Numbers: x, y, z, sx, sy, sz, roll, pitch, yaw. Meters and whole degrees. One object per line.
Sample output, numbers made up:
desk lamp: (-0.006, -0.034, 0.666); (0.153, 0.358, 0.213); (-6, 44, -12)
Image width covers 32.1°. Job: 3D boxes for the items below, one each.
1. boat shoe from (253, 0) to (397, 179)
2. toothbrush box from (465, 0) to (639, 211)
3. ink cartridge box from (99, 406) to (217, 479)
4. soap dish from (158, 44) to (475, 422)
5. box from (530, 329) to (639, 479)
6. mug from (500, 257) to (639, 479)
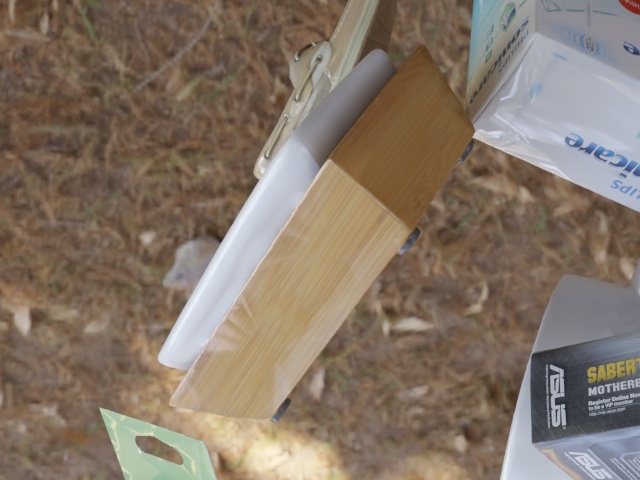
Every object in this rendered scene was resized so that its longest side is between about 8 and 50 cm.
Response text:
boat shoe: (0.005, -0.226, 1.536); (0.110, 0.121, 0.341); (24, 95, 15)
toothbrush box: (0.260, -0.186, 1.036); (0.216, 0.295, 0.126); (23, 134, -10)
ink cartridge box: (-0.160, 0.300, 1.163); (0.171, 0.056, 0.235); (8, 125, 40)
soap dish: (0.000, 0.000, 0.921); (0.118, 0.229, 0.291); (36, 126, 1)
box: (0.244, 0.114, 0.594); (0.183, 0.056, 0.231); (-18, 139, 31)
mug: (0.363, 0.154, 1.009); (0.328, 0.276, 0.374); (14, 99, 18)
